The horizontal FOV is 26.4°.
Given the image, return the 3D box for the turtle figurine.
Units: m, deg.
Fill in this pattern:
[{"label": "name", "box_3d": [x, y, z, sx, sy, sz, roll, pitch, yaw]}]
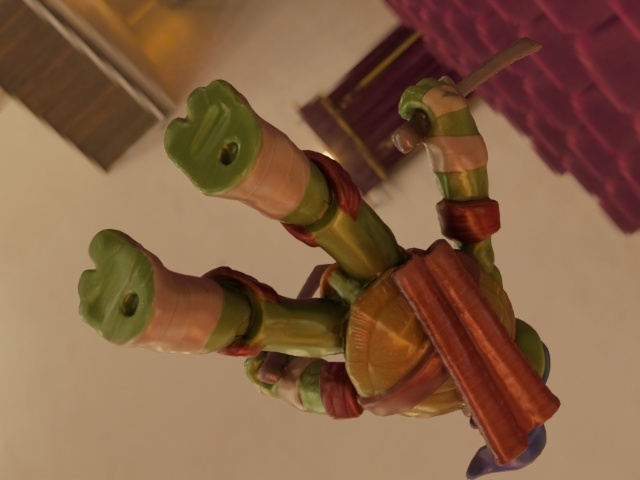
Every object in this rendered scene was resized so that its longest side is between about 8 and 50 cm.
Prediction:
[{"label": "turtle figurine", "box_3d": [0.000, 0.000, 0.756, 0.266, 0.198, 0.275, 21, -128, -43]}]
